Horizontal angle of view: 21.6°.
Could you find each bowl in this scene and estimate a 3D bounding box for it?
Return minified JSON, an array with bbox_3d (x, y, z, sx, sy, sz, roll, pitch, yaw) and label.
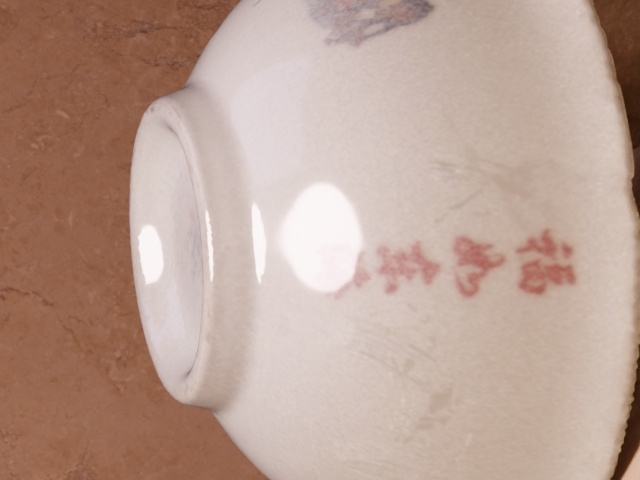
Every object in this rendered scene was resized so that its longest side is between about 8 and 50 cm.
[{"bbox_3d":[0.000,0.000,1.006,0.435,0.196,0.435,175,90,-70],"label":"bowl"}]

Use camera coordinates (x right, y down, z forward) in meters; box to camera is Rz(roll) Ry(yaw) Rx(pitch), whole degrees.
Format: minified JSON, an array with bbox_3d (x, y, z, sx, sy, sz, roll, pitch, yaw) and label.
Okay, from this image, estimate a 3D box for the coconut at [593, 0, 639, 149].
[{"bbox_3d":[0.158,-0.167,1.179,0.244,0.239,0.239,-76,8,-57],"label":"coconut"}]
